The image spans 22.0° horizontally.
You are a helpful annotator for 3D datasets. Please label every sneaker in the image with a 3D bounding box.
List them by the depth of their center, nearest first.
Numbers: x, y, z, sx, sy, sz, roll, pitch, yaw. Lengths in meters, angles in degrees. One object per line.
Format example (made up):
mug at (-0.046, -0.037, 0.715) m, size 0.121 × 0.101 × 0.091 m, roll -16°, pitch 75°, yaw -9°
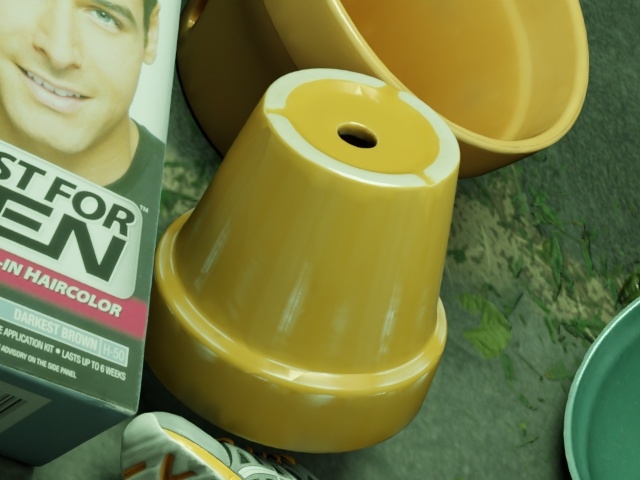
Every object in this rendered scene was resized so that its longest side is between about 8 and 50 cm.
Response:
sneaker at (-0.046, 0.170, 1.070) m, size 0.215 × 0.084 × 0.083 m, roll 44°, pitch 40°, yaw -30°

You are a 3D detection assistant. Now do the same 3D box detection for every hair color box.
hair color box at (-0.201, -0.070, 1.025) m, size 0.185 × 0.114 × 0.374 m, roll 25°, pitch 51°, yaw -32°

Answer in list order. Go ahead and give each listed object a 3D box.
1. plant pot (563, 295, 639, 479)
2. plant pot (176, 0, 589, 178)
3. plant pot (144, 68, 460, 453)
plant pot at (0.367, 0.187, 1.344) m, size 0.196 × 0.293 × 0.293 m, roll 56°, pitch 33°, yaw -46°
plant pot at (0.031, -0.156, 1.236) m, size 0.291 × 0.203 × 0.290 m, roll 23°, pitch 53°, yaw -34°
plant pot at (0.000, 0.000, 1.068) m, size 0.205 × 0.188 × 0.205 m, roll 13°, pitch 34°, yaw -9°
